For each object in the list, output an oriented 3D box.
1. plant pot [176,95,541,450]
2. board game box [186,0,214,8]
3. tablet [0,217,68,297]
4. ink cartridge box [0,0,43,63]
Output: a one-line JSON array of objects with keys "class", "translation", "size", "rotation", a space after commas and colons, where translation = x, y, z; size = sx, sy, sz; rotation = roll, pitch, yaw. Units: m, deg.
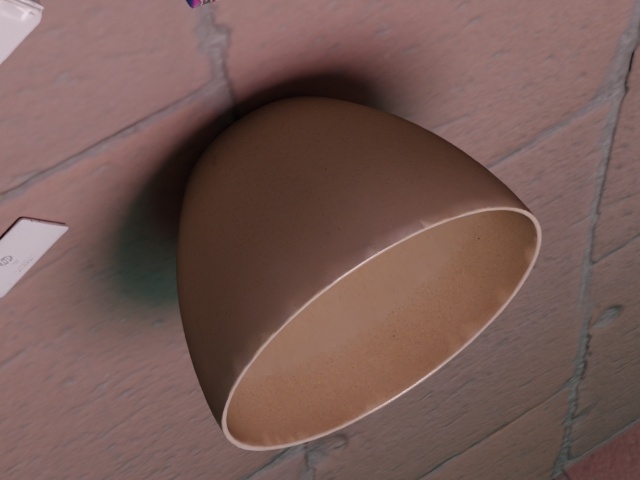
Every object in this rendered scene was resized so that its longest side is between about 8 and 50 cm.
[{"class": "plant pot", "translation": [0.000, 0.000, 1.329], "size": [0.284, 0.191, 0.284], "rotation": [-29, 156, -14]}, {"class": "board game box", "translation": [-0.044, -0.198, 1.117], "size": [0.090, 0.020, 0.090], "rotation": [-23, 152, -24]}, {"class": "tablet", "translation": [-0.230, 0.014, 1.285], "size": [0.083, 0.006, 0.054], "rotation": [-45, 154, 19]}, {"class": "ink cartridge box", "translation": [-0.280, -0.130, 0.632], "size": [0.198, 0.270, 0.197], "rotation": [-43, 155, 17]}]
